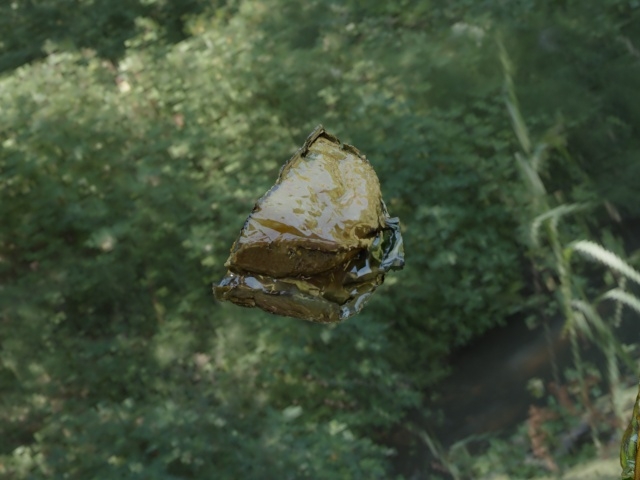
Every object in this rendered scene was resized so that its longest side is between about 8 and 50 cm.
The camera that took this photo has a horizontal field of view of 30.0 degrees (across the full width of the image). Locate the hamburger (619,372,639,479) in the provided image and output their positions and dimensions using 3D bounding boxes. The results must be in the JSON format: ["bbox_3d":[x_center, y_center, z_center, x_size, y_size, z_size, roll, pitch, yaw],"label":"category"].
[{"bbox_3d":[0.194,0.098,0.450,0.164,0.189,0.093,14,-5,33],"label":"hamburger"}]

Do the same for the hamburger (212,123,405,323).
[{"bbox_3d":[0.004,0.005,0.802,0.087,0.102,0.176,-63,-4,37],"label":"hamburger"}]
